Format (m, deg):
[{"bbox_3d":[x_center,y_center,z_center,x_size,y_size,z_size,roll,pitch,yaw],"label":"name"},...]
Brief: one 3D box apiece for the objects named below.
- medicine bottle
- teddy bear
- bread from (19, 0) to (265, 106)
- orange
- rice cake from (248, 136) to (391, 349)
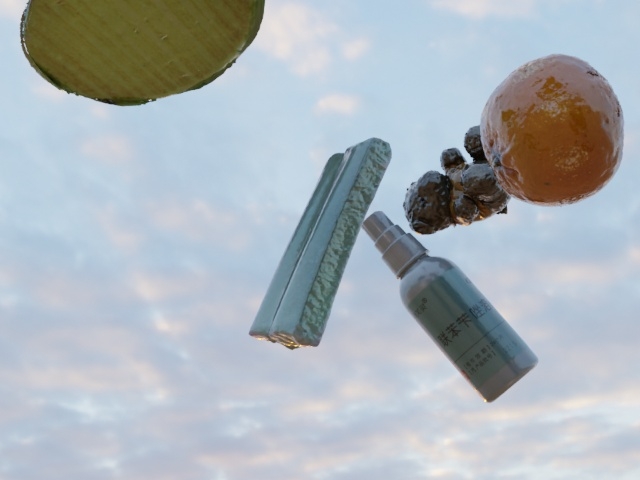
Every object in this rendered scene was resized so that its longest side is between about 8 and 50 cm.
[{"bbox_3d":[0.193,0.092,1.281,0.110,0.351,0.110,-36,-16,-12],"label":"medicine bottle"},{"bbox_3d":[0.228,-0.081,1.328,0.190,0.177,0.140,-20,-52,20],"label":"teddy bear"},{"bbox_3d":[-0.215,-0.269,0.980,0.302,0.045,0.301,-18,-26,-9],"label":"bread"},{"bbox_3d":[0.280,-0.130,0.984,0.161,0.193,0.193,-19,-33,0],"label":"orange"},{"bbox_3d":[0.000,0.001,0.735,0.042,0.221,0.080,39,-31,-28],"label":"rice cake"}]
